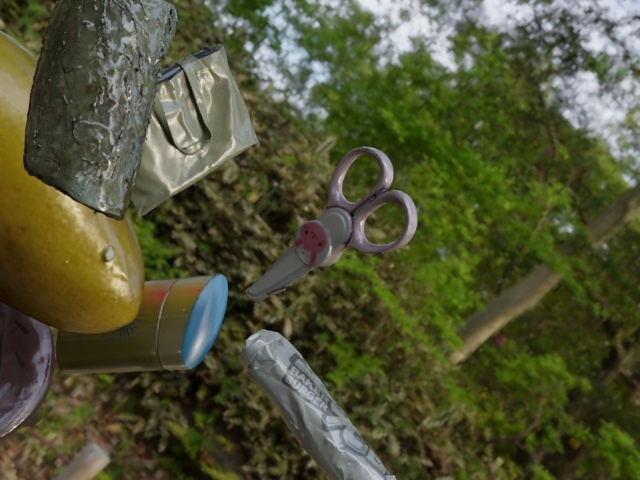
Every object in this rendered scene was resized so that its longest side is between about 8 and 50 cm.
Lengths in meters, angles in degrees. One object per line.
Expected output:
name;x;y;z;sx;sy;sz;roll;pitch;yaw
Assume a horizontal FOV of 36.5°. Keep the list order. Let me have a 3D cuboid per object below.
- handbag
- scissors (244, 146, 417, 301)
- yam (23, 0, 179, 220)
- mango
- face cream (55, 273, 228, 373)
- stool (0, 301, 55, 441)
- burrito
handbag;-0.284;-0.228;1.955;0.109;0.315;0.253;26;-39;51
scissors;0.000;0.000;1.078;0.030;0.242;0.118;-2;61;-52
yam;-0.187;-0.114;0.801;0.107;0.183;0.107;10;-8;1
mango;-0.373;-0.071;1.175;0.445;0.220;0.301;48;-43;-13
face cream;-0.262;0.124;1.411;0.285;0.139;0.067;-7;-29;33
stool;-0.518;0.190;1.371;0.272;0.272;0.178;46;-31;9
burrito;0.016;0.343;1.677;0.445;0.101;0.139;51;-9;11
